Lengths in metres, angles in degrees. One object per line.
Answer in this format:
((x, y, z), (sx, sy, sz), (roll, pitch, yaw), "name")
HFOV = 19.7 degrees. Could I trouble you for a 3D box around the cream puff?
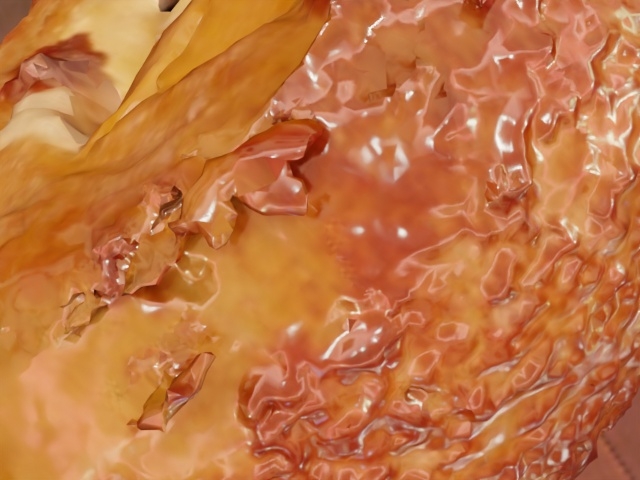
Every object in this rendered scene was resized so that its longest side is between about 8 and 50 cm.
((-0.002, -0.001, 0.637), (0.350, 0.228, 0.350), (-31, 28, 19), "cream puff")
